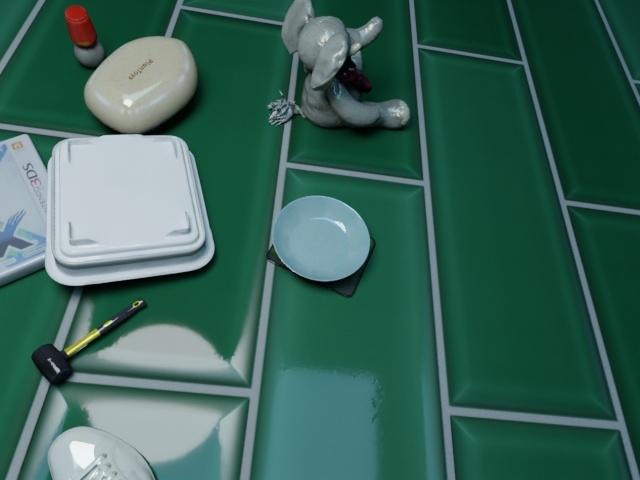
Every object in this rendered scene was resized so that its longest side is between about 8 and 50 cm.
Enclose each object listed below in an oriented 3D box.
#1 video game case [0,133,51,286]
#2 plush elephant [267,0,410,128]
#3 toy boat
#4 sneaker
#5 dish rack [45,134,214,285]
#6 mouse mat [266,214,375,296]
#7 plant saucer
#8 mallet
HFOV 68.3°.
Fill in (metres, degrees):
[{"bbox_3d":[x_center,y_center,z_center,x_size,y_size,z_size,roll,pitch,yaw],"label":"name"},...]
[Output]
[{"bbox_3d":[-0.647,-0.032,0.854,0.328,0.036,0.300,-28,67,-23],"label":"video game case"},{"bbox_3d":[0.036,-0.399,1.061,0.329,0.255,0.272,-18,64,-19],"label":"plush elephant"},{"bbox_3d":[-0.432,-0.377,1.052,0.318,0.148,0.267,39,66,5],"label":"toy boat"},{"bbox_3d":[-0.267,0.355,0.636,0.290,0.123,0.106,37,62,15],"label":"sneaker"},{"bbox_3d":[-0.363,-0.085,0.889,0.285,0.072,0.333,-7,55,-20],"label":"dish rack"},{"bbox_3d":[0.004,0.018,0.952,0.189,0.007,0.153,24,58,6],"label":"mouse mat"},{"bbox_3d":[0.000,0.000,0.935,0.194,0.037,0.195,4,59,-7],"label":"plant saucer"},{"bbox_3d":[-0.372,0.164,0.786,0.189,0.039,0.062,-30,67,-28],"label":"mallet"}]
